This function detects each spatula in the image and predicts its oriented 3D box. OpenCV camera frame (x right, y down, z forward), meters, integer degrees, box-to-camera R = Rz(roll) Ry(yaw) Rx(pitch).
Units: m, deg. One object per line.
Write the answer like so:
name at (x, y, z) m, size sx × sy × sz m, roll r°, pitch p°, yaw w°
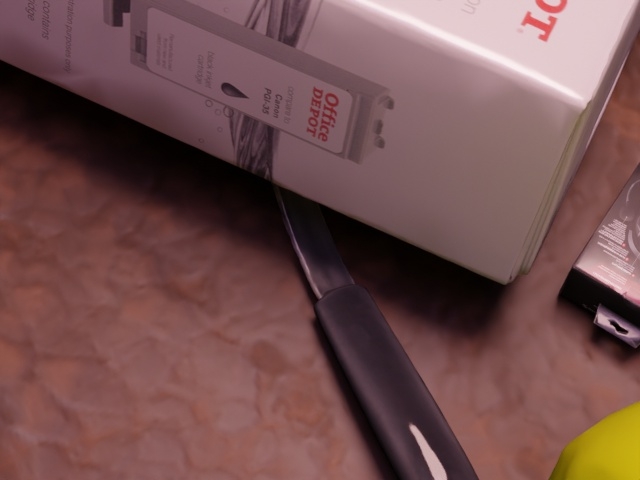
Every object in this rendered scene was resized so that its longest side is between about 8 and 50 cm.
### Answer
spatula at (0.000, 0.000, 0.655) m, size 0.084 × 0.030 × 0.296 m, roll -18°, pitch 67°, yaw -21°

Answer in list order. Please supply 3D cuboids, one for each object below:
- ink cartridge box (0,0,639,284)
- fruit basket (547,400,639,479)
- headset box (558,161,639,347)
ink cartridge box at (0.002, -0.137, 0.654) m, size 0.283 × 0.117 × 0.207 m, roll 24°, pitch 51°, yaw 8°
fruit basket at (0.104, 0.174, 0.451) m, size 0.392 × 0.283 × 0.392 m, roll -2°, pitch 81°, yaw 11°
headset box at (0.148, 0.009, 0.662) m, size 0.062 × 0.032 × 0.083 m, roll 31°, pitch 67°, yaw 11°
